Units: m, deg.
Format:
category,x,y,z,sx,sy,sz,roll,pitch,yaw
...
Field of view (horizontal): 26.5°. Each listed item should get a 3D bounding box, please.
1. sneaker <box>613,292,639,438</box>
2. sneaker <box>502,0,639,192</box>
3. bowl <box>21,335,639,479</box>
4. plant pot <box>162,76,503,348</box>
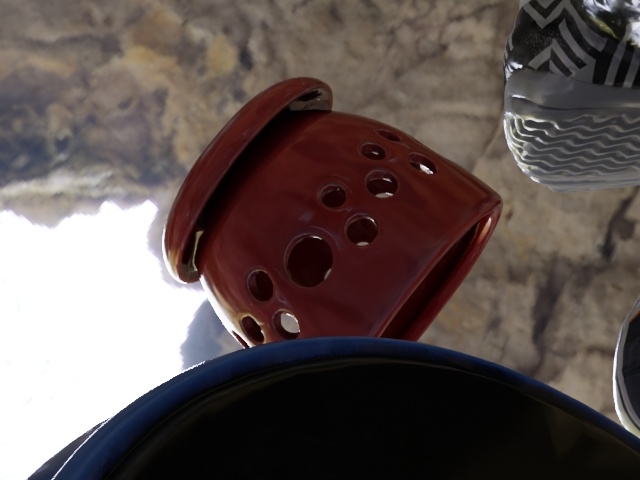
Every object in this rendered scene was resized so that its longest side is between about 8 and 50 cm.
category,x,y,z,sx,sy,sz,roll,pitch,yaw
sneaker,0.404,0.063,1.428,0.126,0.321,0.127,26,-28,0
sneaker,0.125,-0.155,0.469,0.137,0.210,0.366,-4,-17,8
bowl,0.059,0.193,0.414,0.391,0.391,0.077,37,-54,-1
plant pot,0.000,0.000,0.916,0.174,0.191,0.191,36,-44,11
